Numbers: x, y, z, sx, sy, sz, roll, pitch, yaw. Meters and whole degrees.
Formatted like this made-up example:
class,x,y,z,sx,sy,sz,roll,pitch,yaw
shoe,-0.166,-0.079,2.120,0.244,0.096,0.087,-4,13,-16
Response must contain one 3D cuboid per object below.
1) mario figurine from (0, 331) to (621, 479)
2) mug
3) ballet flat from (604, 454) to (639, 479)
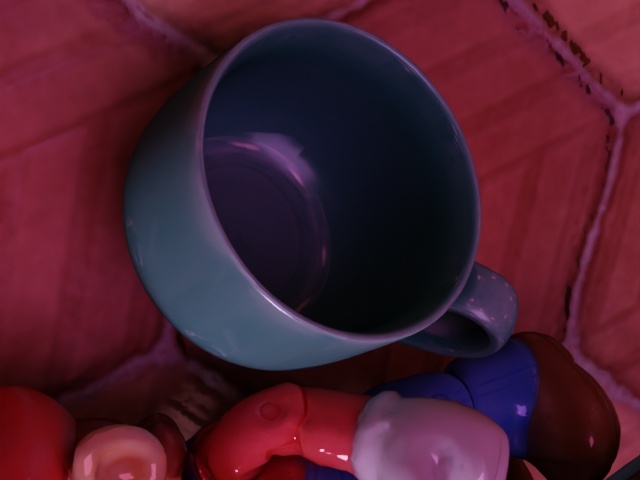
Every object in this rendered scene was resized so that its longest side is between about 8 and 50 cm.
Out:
class,x,y,z,sx,sy,sz,roll,pitch,yaw
mario figurine,-0.022,0.144,0.556,0.320,0.170,0.198,-9,113,-26
mug,-0.008,0.000,0.532,0.129,0.097,0.158,-27,91,-36
ballet flat,0.057,0.205,0.532,0.348,0.123,0.123,-30,119,-9
